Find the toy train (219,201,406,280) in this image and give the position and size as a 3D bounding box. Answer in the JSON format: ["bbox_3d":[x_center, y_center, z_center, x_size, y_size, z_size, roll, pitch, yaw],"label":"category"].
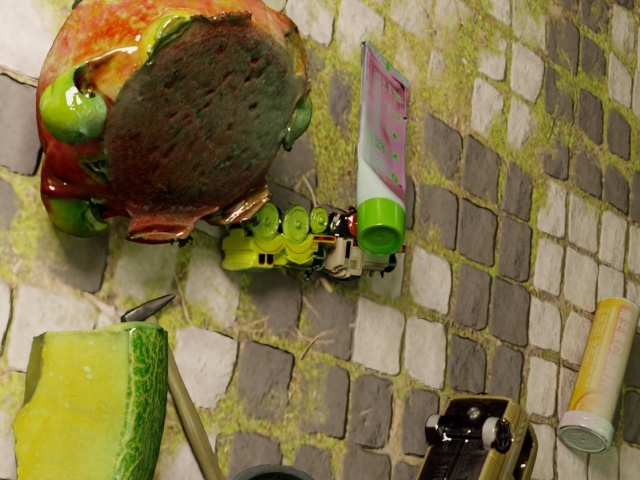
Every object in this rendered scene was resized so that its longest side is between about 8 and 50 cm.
[{"bbox_3d":[0.000,0.000,1.188,0.250,0.053,0.085,3,89,-48],"label":"toy train"}]

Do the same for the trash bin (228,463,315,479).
[{"bbox_3d":[-0.087,0.280,0.968,0.175,0.161,0.175,14,70,-43],"label":"trash bin"}]

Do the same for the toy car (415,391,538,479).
[{"bbox_3d":[0.160,0.299,1.277,0.124,0.101,0.256,53,49,-32],"label":"toy car"}]

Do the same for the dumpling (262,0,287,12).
[{"bbox_3d":[-0.109,-0.286,1.017,0.131,0.179,0.252,-45,117,-41],"label":"dumpling"}]

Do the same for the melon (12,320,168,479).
[{"bbox_3d":[-0.204,0.218,0.893,0.124,0.196,0.323,15,79,-8],"label":"melon"}]

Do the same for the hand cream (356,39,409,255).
[{"bbox_3d":[0.068,-0.106,1.242,0.079,0.050,0.275,71,17,-48],"label":"hand cream"}]

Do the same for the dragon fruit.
[{"bbox_3d":[-0.129,-0.118,0.969,0.295,0.130,0.268,8,120,-55],"label":"dragon fruit"}]

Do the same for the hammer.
[{"bbox_3d":[-0.125,0.146,1.059,0.062,0.013,0.198,-33,108,-44],"label":"hammer"}]

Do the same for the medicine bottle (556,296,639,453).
[{"bbox_3d":[0.383,0.180,1.556,0.074,0.074,0.218,47,51,-31],"label":"medicine bottle"}]
